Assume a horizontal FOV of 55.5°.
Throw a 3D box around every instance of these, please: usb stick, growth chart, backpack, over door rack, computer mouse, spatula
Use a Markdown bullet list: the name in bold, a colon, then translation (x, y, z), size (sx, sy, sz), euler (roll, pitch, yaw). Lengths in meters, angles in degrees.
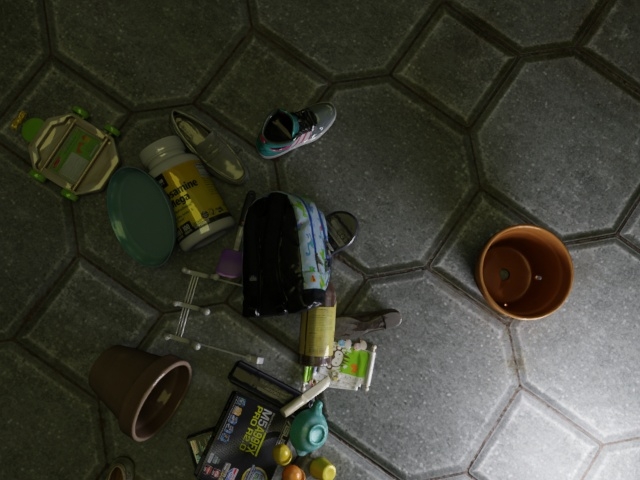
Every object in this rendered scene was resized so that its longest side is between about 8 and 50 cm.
- **usb stick**: translation (-0.158, 0.469, 1.917), size (0.278, 0.045, 0.077), euler (28, 76, 0)
- **growth chart**: translation (0.059, 0.399, 1.950), size (0.237, 0.021, 0.171), euler (3, 83, -4)
- **backpack**: translation (-0.107, 0.030, 1.808), size (0.273, 0.290, 0.355), euler (-13, 89, -49)
- **over door rack**: translation (-0.308, 0.232, 1.901), size (0.324, 0.108, 0.239), euler (15, 84, -2)
- **computer mouse**: translation (0.000, 0.000, 1.968), size (0.272, 0.072, 0.188), euler (-32, 89, 6)
- **spatula**: translation (-0.259, -0.022, 1.968), size (0.084, 0.030, 0.296), euler (16, 83, -3)

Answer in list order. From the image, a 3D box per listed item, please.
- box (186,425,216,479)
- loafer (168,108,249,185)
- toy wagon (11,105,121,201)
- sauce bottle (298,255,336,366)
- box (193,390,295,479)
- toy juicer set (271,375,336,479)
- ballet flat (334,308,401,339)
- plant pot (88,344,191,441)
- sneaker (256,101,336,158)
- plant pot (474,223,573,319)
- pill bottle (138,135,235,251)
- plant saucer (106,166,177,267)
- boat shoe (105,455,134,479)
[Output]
- **box**: translation (-0.298, 0.685, 1.881), size (0.175, 0.051, 0.220), euler (-18, 86, -6)
- **loafer**: translation (-0.362, -0.297, 1.949), size (0.319, 0.111, 0.112), euler (39, 81, 1)
- **toy wagon**: translation (-0.815, -0.297, 1.945), size (0.344, 0.068, 0.267), euler (31, 83, 1)
- **sauce bottle**: translation (-0.005, 0.215, 1.889), size (0.111, 0.111, 0.344), euler (6, 89, -3)
- **box**: translation (-0.224, 0.621, 1.837), size (0.216, 0.060, 0.270), euler (30, 70, -13)
- **toy juicer set**: translation (-0.063, 0.587, 1.847), size (0.209, 0.089, 0.328), euler (-5, 94, -33)
- **ballet flat**: translation (0.137, 0.262, 1.957), size (0.250, 0.058, 0.084), euler (-12, 105, 1)
- **plant pot**: translation (-0.553, 0.424, 1.814), size (0.229, 0.263, 0.263), euler (27, 83, 18)
- **sneaker**: translation (-0.076, -0.374, 1.942), size (0.296, 0.178, 0.123), euler (-32, 87, -6)
- **plant pot**: translation (0.612, 0.103, 1.923), size (0.291, 0.203, 0.290), euler (0, 84, -4)
- **pill bottle**: translation (-0.422, -0.147, 1.892), size (0.188, 0.188, 0.334), euler (-30, 86, -6)
- **plant saucer**: translation (-0.539, -0.074, 1.860), size (0.044, 0.318, 0.317), euler (-27, 85, -48)
- **boat shoe**: translation (-0.627, 0.803, 1.829), size (0.105, 0.089, 0.285), euler (5, 84, -4)
